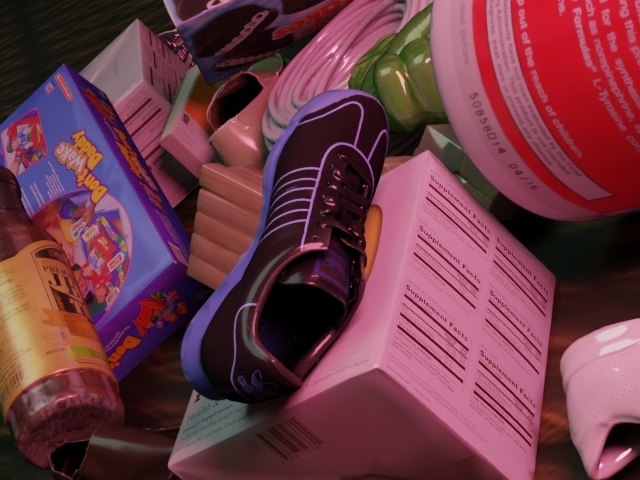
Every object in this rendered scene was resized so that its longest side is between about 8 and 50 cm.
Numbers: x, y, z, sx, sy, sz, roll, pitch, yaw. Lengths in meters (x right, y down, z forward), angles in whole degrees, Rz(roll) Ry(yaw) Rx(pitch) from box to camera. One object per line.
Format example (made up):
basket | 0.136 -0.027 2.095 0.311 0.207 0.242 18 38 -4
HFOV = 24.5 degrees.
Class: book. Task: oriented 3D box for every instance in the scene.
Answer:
book | -0.130 -0.130 1.706 0.035 0.096 0.144 -32 27 31

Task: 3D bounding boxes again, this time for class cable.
cable | 0.054 -0.163 1.457 0.257 0.089 0.257 -52 23 -15

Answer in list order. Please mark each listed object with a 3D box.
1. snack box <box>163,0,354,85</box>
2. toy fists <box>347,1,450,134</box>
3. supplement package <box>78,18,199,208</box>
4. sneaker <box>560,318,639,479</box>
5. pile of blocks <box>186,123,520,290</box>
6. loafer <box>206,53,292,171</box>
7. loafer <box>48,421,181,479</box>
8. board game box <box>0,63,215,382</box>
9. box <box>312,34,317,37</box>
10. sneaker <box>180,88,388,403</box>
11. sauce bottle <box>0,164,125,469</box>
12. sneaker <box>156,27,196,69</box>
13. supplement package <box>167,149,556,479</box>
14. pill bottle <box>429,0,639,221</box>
snack box | 0.001 -0.280 1.528 0.322 0.060 0.187 -26 -13 0
toy fists | 0.150 -0.187 1.271 0.279 0.096 0.142 -36 21 -16
supplement package | -0.248 -0.128 1.844 0.204 0.145 0.262 -41 23 11
sneaker | 0.225 0.071 0.811 0.212 0.080 0.094 -37 35 38
pile of blocks | 0.044 -0.011 1.237 0.362 0.148 0.113 -7 1 44
loafer | -0.072 -0.153 1.650 0.102 0.092 0.268 -39 24 17
loafer | -0.168 0.196 1.259 0.220 0.078 0.080 -22 33 45
board game box | -0.279 0.001 1.586 0.233 0.078 0.347 -42 50 10
box | 0.029 -0.330 1.637 0.244 0.101 0.060 -55 49 42
sneaker | 0.000 0.000 0.914 0.090 0.081 0.232 -6 53 51
sauce bottle | -0.288 0.059 1.435 0.111 0.111 0.344 -40 52 15
sneaker | -0.173 -0.254 2.023 0.275 0.107 0.110 -41 4 1
supplement package | 0.034 0.086 1.000 0.194 0.149 0.203 -29 29 35
pill bottle | 0.274 -0.150 0.870 0.408 0.229 0.229 -13 40 53
